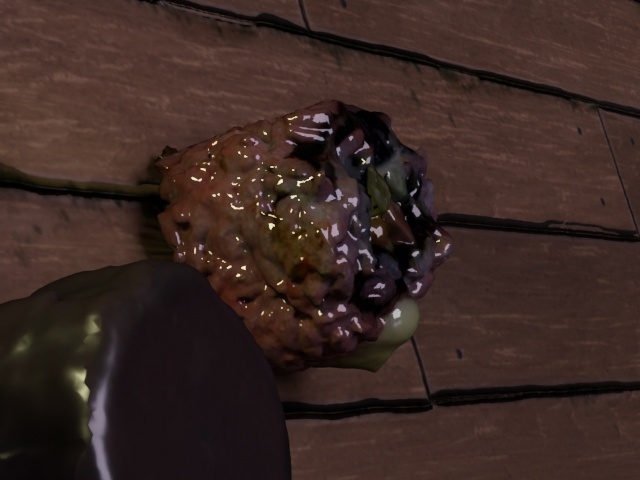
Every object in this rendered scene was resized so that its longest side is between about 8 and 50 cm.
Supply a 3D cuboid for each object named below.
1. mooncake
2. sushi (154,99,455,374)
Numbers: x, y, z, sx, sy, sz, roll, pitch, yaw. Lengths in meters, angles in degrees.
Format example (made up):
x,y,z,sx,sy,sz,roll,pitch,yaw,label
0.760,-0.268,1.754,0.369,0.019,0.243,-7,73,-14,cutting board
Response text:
x,y,z,sx,sy,sz,roll,pitch,yaw,label
-0.131,0.158,1.243,0.283,0.141,0.283,40,43,-51,mooncake
0.000,0.000,1.534,0.270,0.171,0.236,-15,82,-65,sushi
